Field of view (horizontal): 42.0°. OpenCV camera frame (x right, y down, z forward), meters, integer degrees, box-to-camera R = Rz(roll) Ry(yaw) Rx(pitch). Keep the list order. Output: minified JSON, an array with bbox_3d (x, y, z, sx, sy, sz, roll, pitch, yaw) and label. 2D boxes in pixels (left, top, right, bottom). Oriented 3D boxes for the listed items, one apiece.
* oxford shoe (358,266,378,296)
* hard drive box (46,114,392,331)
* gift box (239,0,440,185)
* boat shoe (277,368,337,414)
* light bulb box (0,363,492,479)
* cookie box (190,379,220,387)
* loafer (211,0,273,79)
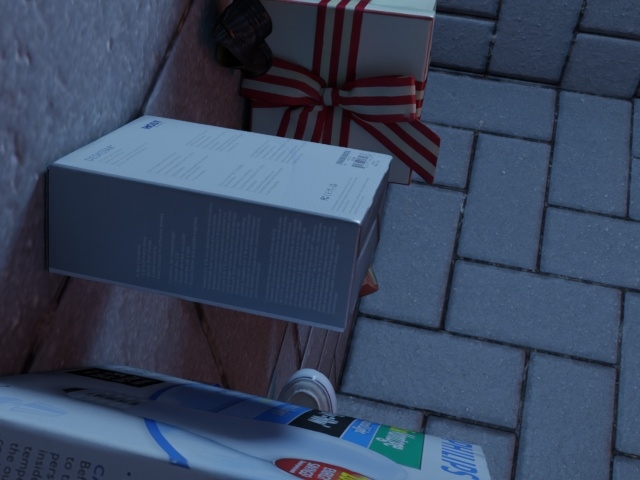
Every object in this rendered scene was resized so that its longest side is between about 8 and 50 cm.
[{"bbox_3d":[-0.029,0.046,1.382,0.397,0.147,0.140,37,27,-60],"label":"oxford shoe"},{"bbox_3d":[-0.071,-0.025,0.672,0.181,0.232,0.089,-58,158,-66],"label":"hard drive box"},{"bbox_3d":[0.043,-0.204,1.144,0.258,0.255,0.276,-66,158,-65],"label":"gift box"},{"bbox_3d":[-0.069,0.446,1.699,0.156,0.136,0.367,-50,160,-67],"label":"boat shoe"},{"bbox_3d":[-0.066,0.240,0.598,0.358,0.361,0.225,39,63,-81],"label":"light bulb box"},{"bbox_3d":[-0.163,0.228,1.029,0.107,0.040,0.091,-2,102,-81],"label":"cookie box"},{"bbox_3d":[-0.093,-0.219,0.936,0.061,0.062,0.170,-38,171,-8],"label":"loafer"}]
